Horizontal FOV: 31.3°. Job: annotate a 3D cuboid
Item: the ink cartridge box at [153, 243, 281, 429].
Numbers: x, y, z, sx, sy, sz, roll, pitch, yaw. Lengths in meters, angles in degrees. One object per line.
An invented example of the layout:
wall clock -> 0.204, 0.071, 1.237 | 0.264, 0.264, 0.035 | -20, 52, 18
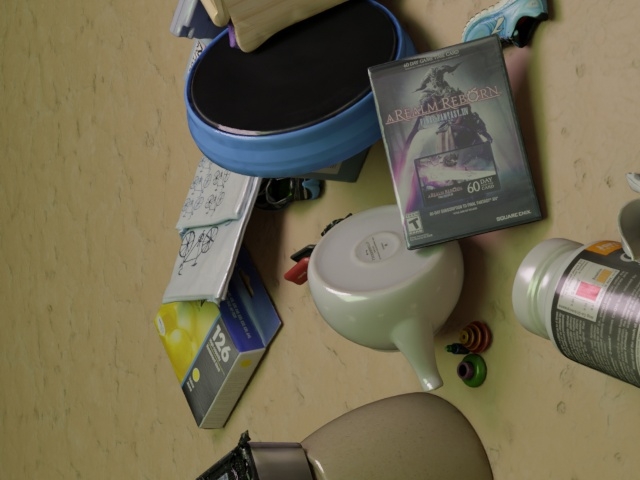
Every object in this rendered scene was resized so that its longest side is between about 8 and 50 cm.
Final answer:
ink cartridge box -> -0.216, 0.166, 2.296 | 0.307, 0.072, 0.303 | -63, 40, 33

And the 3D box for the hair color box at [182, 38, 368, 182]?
hair color box -> -0.082, -0.246, 2.045 | 0.374, 0.185, 0.113 | 50, 128, 45

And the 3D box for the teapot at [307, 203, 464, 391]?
teapot -> 0.109, 0.077, 1.742 | 0.253, 0.256, 0.187 | 9, 136, 34

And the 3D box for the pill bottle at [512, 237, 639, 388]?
pill bottle -> 0.373, 0.088, 1.379 | 0.278, 0.162, 0.162 | 22, 104, 53

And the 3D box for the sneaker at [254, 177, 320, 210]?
sneaker -> -0.076, -0.096, 2.113 | 0.188, 0.078, 0.067 | -10, 78, 56

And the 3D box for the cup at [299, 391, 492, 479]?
cup -> 0.065, 0.397, 1.722 | 0.331, 0.237, 0.331 | -7, 81, 54

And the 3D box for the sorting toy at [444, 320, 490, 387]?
sorting toy -> 0.216, 0.168, 1.699 | 0.061, 0.042, 0.102 | 20, 103, 54

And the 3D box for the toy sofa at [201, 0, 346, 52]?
toy sofa -> -0.031, -0.469, 1.875 | 0.150, 0.363, 0.177 | -119, 5, -54

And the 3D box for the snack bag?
snack bag -> -0.213, -0.034, 2.229 | 0.323, 0.037, 0.342 | -8, 62, 62

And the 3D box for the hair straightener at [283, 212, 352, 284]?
hair straightener -> 0.000, 0.000, 1.992 | 0.230, 0.047, 0.089 | 131, 159, -59

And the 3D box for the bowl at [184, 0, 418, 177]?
bowl -> -0.036, -0.263, 1.845 | 0.391, 0.391, 0.077 | 50, 167, 45

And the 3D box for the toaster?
toaster -> -0.090, 0.383, 1.640 | 0.186, 0.110, 0.168 | -45, 52, 44

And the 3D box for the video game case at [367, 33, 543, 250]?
video game case -> 0.191, -0.140, 1.641 | 0.196, 0.026, 0.274 | -13, 84, 11

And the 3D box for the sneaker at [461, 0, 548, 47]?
sneaker -> 0.267, -0.306, 1.662 | 0.162, 0.063, 0.073 | -39, 59, 46

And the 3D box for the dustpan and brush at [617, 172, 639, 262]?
dustpan and brush -> 0.415, -0.035, 1.397 | 0.211, 0.147, 0.060 | -112, 18, -73

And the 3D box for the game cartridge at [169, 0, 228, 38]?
game cartridge -> -0.139, -0.463, 2.064 | 0.062, 0.297, 0.198 | 32, 116, 25
